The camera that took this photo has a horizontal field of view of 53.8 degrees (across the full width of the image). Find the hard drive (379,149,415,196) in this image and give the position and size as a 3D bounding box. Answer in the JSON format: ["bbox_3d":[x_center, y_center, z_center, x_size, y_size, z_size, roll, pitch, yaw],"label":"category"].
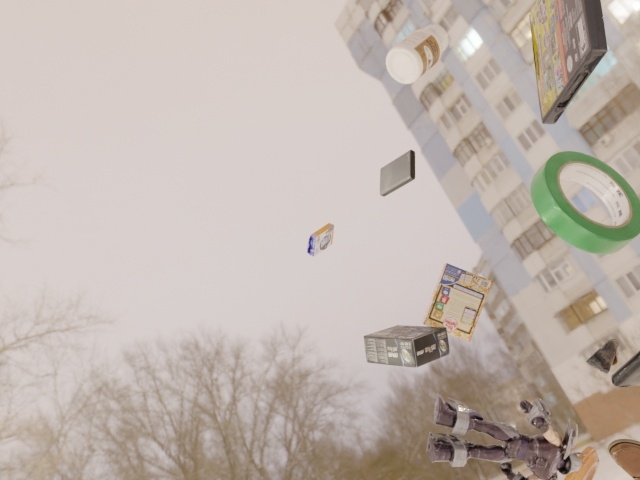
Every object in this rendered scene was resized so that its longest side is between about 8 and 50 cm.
[{"bbox_3d":[0.223,-0.194,1.828,0.022,0.094,0.135,20,-30,-30],"label":"hard drive"}]

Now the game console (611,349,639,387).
[{"bbox_3d":[0.933,0.231,1.518,0.342,0.060,0.386,-3,-42,-25],"label":"game console"}]

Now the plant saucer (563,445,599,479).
[{"bbox_3d":[0.690,0.645,1.687,0.200,0.037,0.200,-27,-49,-36],"label":"plant saucer"}]

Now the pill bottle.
[{"bbox_3d":[0.329,-0.627,2.100,0.229,0.131,0.131,-45,-11,-35],"label":"pill bottle"}]

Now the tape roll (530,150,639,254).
[{"bbox_3d":[0.759,-0.111,1.799,0.321,0.321,0.077,-12,-29,-28],"label":"tape roll"}]

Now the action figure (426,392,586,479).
[{"bbox_3d":[0.346,0.371,1.157,0.285,0.185,0.099,13,8,5],"label":"action figure"}]

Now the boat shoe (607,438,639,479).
[{"bbox_3d":[1.075,0.757,2.052,0.110,0.307,0.104,-53,10,28],"label":"boat shoe"}]

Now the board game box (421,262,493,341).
[{"bbox_3d":[0.401,0.181,1.855,0.045,0.147,0.193,70,-138,-87],"label":"board game box"}]

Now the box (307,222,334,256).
[{"bbox_3d":[0.000,0.000,2.209,0.136,0.028,0.081,-37,-40,-50],"label":"box"}]

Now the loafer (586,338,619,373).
[{"bbox_3d":[0.823,0.334,1.810,0.170,0.061,0.062,-21,-32,-42],"label":"loafer"}]

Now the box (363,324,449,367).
[{"bbox_3d":[0.234,0.285,1.719,0.147,0.077,0.180,-9,2,-43],"label":"box"}]

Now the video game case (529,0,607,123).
[{"bbox_3d":[0.475,-0.409,1.231,0.035,0.274,0.248,1,-19,-1],"label":"video game case"}]
